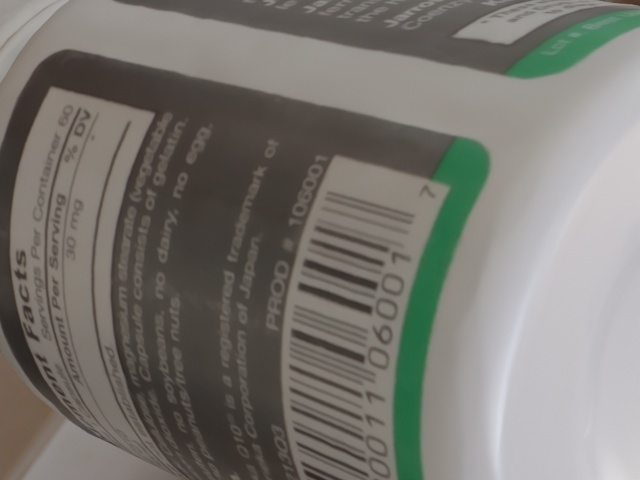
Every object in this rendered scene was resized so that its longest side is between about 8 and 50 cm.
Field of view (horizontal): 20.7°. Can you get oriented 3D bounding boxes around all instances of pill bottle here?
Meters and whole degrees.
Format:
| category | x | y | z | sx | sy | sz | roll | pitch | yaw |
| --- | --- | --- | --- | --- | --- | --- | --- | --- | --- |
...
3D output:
| category | x | y | z | sx | sy | sz | roll | pitch | yaw |
| --- | --- | --- | --- | --- | --- | --- | --- | --- | --- |
| pill bottle | 0.000 | 0.000 | 0.646 | 0.361 | 0.204 | 0.204 | 18 | -12 | 47 |
